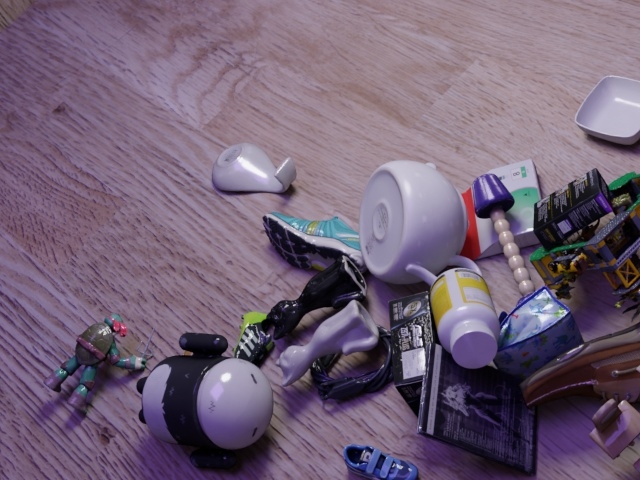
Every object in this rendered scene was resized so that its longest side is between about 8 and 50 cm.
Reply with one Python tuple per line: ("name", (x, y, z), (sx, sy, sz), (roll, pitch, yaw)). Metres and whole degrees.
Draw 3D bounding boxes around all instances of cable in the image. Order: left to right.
("cable", (0.068, 0.221, 1.996), (0.184, 0.047, 0.150), (-25, 42, 11))

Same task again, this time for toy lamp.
("toy lamp", (0.345, 0.005, 1.944), (0.080, 0.080, 0.274), (-21, 68, 11))

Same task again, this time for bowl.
("bowl", (0.589, -0.248, 2.087), (0.142, 0.053, 0.142), (24, 67, 39))

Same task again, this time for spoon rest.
("spoon rest", (-0.147, -0.156, 2.392), (0.276, 0.084, 0.137), (16, 61, 51))

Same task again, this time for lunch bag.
("lunch bag", (0.361, 0.173, 1.818), (0.151, 0.129, 0.096), (-38, 43, -2))

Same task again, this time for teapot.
("teapot", (0.198, -0.029, 2.021), (0.252, 0.187, 0.256), (-174, 87, -68))

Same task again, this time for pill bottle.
("pill bottle", (0.242, 0.131, 1.771), (0.103, 0.103, 0.184), (-22, 27, 10))

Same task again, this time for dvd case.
("dvd case", (0.263, 0.278, 1.753), (0.018, 0.221, 0.164), (-44, 29, 50))

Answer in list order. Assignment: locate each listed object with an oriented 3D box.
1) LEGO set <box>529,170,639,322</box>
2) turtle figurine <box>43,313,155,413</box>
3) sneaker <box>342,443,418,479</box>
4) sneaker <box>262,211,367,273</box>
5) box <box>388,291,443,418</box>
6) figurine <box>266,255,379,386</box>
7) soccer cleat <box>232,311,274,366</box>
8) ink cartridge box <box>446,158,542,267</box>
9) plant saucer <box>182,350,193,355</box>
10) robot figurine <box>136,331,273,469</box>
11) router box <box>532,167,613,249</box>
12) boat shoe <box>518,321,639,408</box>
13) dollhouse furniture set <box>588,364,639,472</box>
("LEGO set", (0.546, 0.024, 1.828), (0.331, 0.192, 0.255), (-40, 9, -30))
("turtle figurine", (-0.464, 0.233, 2.214), (0.175, 0.118, 0.234), (30, 78, 40))
("sneaker", (0.099, 0.388, 1.831), (0.144, 0.059, 0.053), (8, 57, 31))
("sneaker", (0.000, 0.000, 2.183), (0.275, 0.107, 0.110), (20, 48, 31))
("box", (0.184, 0.207, 1.871), (0.078, 0.147, 0.180), (-16, 48, 17))
("figurine", (-0.007, 0.161, 2.015), (0.209, 0.092, 0.215), (-31, 37, 14))
("soccer cleat", (-0.133, 0.217, 2.091), (0.072, 0.060, 0.179), (2, 54, 13))
("ink cartridge box", (0.322, -0.052, 2.072), (0.225, 0.056, 0.181), (-14, 49, 15))
("plant saucer", (-0.241, 0.237, 2.157), (0.083, 0.015, 0.083), (-14, 49, 17))
("robot figurine", (-0.215, 0.299, 1.976), (0.278, 0.209, 0.173), (-3, 41, 39))
("router box", (0.442, -0.058, 1.871), (0.133, 0.046, 0.179), (-32, 8, 20))
("boat shoe", (0.486, 0.210, 1.727), (0.324, 0.122, 0.120), (-24, 75, 6))
("dollhouse furniture set", (0.616, 0.295, 1.521), (0.303, 0.174, 0.355), (-44, 63, 0))
